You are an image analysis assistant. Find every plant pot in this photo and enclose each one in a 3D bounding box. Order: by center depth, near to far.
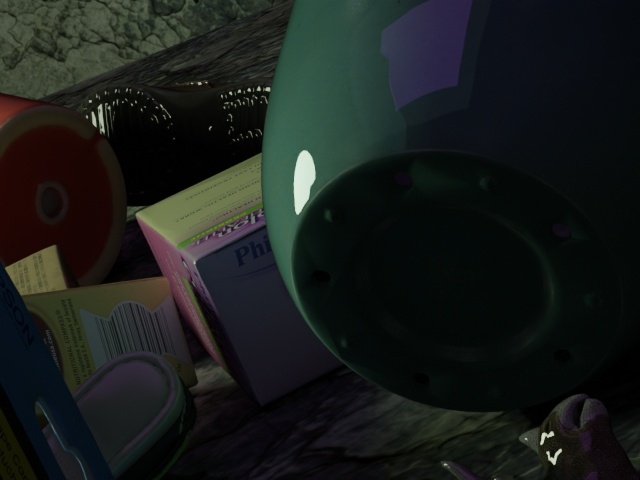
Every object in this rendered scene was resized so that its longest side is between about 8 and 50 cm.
[{"bbox_3d":[0.098,-0.043,1.066,0.293,0.293,0.235,-17,32,28],"label":"plant pot"},{"bbox_3d":[-0.338,-0.033,1.800,0.243,0.275,0.275,0,27,41],"label":"plant pot"}]

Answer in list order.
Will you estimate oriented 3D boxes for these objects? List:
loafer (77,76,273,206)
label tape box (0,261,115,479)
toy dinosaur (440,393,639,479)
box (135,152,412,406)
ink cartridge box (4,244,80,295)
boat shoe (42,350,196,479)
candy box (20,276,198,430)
[{"bbox_3d":[-0.117,-0.104,1.976,0.366,0.134,0.130,3,5,41],"label":"loafer"},{"bbox_3d":[-0.186,0.174,0.767,0.115,0.249,0.348,-20,15,16],"label":"label tape box"},{"bbox_3d":[0.113,0.165,0.656,0.160,0.121,0.313,-31,14,28],"label":"toy dinosaur"},{"bbox_3d":[0.000,0.000,1.368,0.213,0.117,0.243,-27,13,-10],"label":"box"},{"bbox_3d":[-0.277,0.099,1.520,0.193,0.088,0.235,-27,15,-5],"label":"ink cartridge box"},{"bbox_3d":[-0.173,0.163,1.163,0.228,0.081,0.069,-37,-28,-6],"label":"boat shoe"},{"bbox_3d":[-0.256,0.102,1.223,0.183,0.087,0.316,-24,-11,38],"label":"candy box"}]
